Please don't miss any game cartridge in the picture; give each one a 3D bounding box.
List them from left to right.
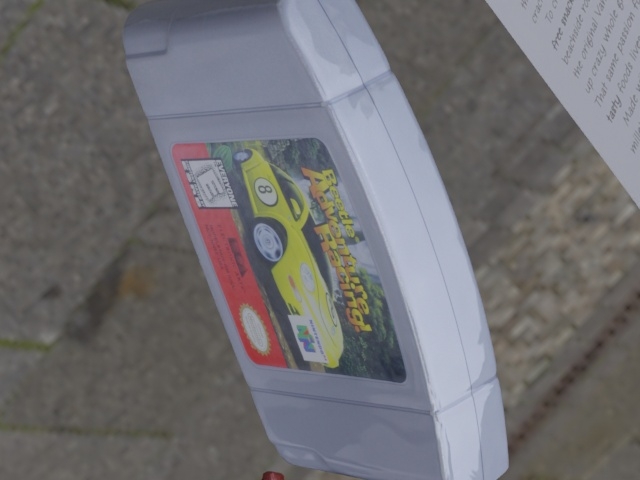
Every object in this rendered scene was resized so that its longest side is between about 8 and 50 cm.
[{"bbox_3d":[0.000,0.000,1.072,0.060,0.196,0.294,-30,106,-34],"label":"game cartridge"}]

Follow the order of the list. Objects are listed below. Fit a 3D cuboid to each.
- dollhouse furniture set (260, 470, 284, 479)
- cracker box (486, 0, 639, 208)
[{"bbox_3d":[-0.146,0.237,1.372,0.201,0.152,0.374,-10,163,31],"label":"dollhouse furniture set"},{"bbox_3d":[0.113,-0.079,0.445,0.067,0.232,0.155,-8,137,-26],"label":"cracker box"}]
